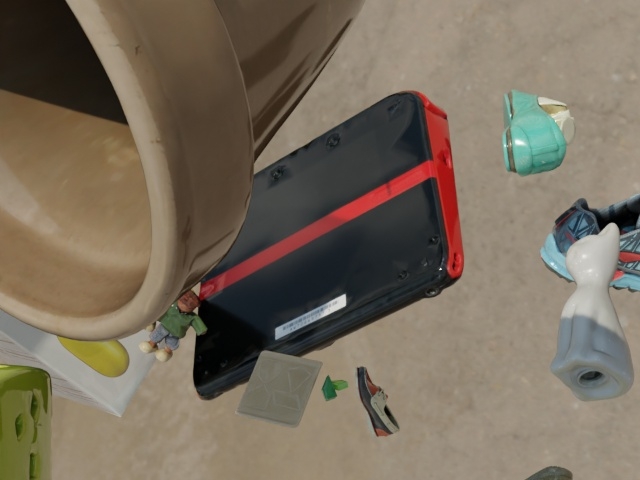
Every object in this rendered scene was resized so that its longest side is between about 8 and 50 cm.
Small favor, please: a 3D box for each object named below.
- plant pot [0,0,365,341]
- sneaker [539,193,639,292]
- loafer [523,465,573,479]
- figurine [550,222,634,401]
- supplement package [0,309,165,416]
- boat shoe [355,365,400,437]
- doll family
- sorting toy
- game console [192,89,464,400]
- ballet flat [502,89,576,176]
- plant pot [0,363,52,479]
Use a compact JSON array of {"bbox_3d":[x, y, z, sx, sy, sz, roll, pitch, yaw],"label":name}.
[{"bbox_3d":[-0.098,-0.119,0.510,0.229,0.263,0.263,-43,9,-39],"label":"plant pot"},{"bbox_3d":[0.431,0.003,1.371,0.104,0.262,0.125,-110,29,-52],"label":"sneaker"},{"bbox_3d":[0.263,0.336,1.310,0.148,0.056,0.050,-53,20,41],"label":"loafer"},{"bbox_3d":[0.335,0.042,1.105,0.215,0.092,0.209,-41,28,47],"label":"figurine"},{"bbox_3d":[-0.357,0.075,1.398,0.198,0.262,0.199,5,58,47],"label":"supplement package"},{"bbox_3d":[0.086,0.250,1.612,0.043,0.137,0.049,-12,27,15],"label":"boat shoe"},{"bbox_3d":[-0.199,0.037,1.105,0.111,0.193,0.076,-56,6,32],"label":"doll family"},{"bbox_3d":[-0.021,0.121,0.820,0.083,0.012,0.062,8,57,28],"label":"sorting toy"},{"bbox_3d":[0.000,0.000,1.301,0.386,0.060,0.342,-29,42,26],"label":"game console"},{"bbox_3d":[0.267,-0.133,1.263,0.247,0.087,0.083,-65,-33,-69],"label":"ballet flat"},{"bbox_3d":[-0.296,0.183,0.648,0.207,0.227,0.228,125,144,-75],"label":"plant pot"}]
